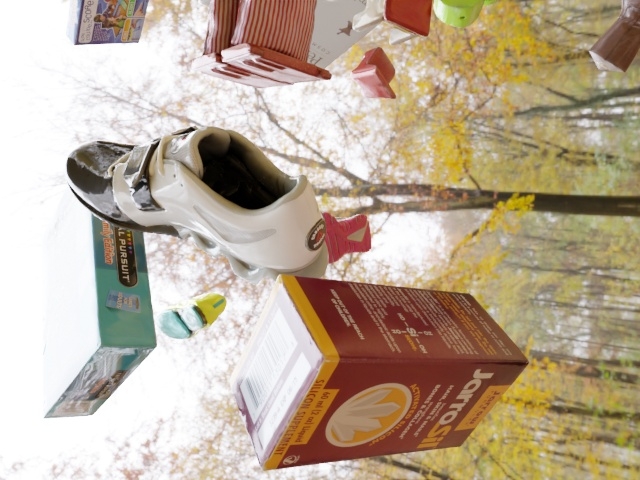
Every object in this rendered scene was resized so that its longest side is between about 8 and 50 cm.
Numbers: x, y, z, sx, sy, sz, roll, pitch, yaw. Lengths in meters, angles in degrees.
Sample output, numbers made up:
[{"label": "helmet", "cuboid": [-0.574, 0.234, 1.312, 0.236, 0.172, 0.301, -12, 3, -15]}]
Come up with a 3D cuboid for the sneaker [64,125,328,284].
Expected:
[{"label": "sneaker", "cuboid": [-0.140, -0.072, 0.579, 0.146, 0.330, 0.122, 89, -154, -49]}]

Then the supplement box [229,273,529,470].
[{"label": "supplement box", "cuboid": [0.044, 0.095, 0.403, 0.188, 0.081, 0.104, 8, -59, -33]}]

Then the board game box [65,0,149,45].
[{"label": "board game box", "cuboid": [-0.368, -0.444, 0.973, 0.136, 0.035, 0.201, -24, -25, -46]}]

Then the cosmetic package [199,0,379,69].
[{"label": "cosmetic package", "cuboid": [0.001, -0.637, 1.131, 0.329, 0.394, 0.327, 21, -124, -36]}]

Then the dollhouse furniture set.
[{"label": "dollhouse furniture set", "cuboid": [0.030, -0.294, 0.738, 0.374, 0.152, 0.201, 2, -84, -41]}]

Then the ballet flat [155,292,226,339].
[{"label": "ballet flat", "cuboid": [-0.250, 0.145, 1.080, 0.077, 0.231, 0.077, -38, -81, -36]}]

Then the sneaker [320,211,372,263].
[{"label": "sneaker", "cuboid": [0.000, 0.000, 1.115, 0.252, 0.111, 0.103, 0, -97, -54]}]

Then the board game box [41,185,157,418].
[{"label": "board game box", "cuboid": [-0.355, 0.065, 0.848, 0.079, 0.254, 0.336, 11, -130, -39]}]

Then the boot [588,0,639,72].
[{"label": "boot", "cuboid": [0.381, -0.286, 0.715, 0.037, 0.106, 0.114, -6, -47, -58]}]

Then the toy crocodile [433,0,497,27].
[{"label": "toy crocodile", "cuboid": [0.289, -0.521, 0.920, 0.115, 0.105, 0.340, 3, -74, -82]}]
